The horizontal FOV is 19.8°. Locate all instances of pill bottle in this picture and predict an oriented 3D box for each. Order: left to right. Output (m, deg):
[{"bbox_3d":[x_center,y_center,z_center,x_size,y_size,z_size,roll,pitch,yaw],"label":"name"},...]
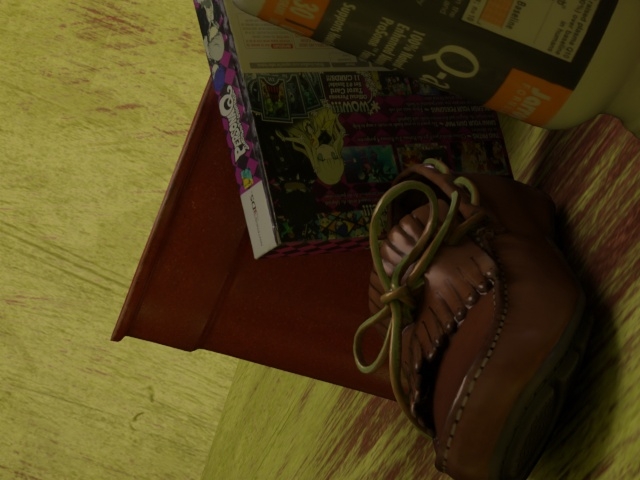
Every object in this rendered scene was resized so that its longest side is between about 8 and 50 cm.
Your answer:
[{"bbox_3d":[0.101,-0.156,1.017,0.162,0.278,0.162,-159,90,-85],"label":"pill bottle"}]

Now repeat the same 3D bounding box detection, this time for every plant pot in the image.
[{"bbox_3d":[0.000,0.000,1.496,0.272,0.265,0.272,-160,90,-85],"label":"plant pot"}]

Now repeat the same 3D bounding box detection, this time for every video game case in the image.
[{"bbox_3d":[0.031,-0.097,1.364,0.042,0.232,0.210,-31,69,51],"label":"video game case"}]

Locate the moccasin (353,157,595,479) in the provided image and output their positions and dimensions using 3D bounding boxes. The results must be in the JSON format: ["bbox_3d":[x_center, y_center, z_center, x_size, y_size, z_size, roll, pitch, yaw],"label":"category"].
[{"bbox_3d":[0.085,0.035,1.151,0.380,0.147,0.139,-81,13,-64],"label":"moccasin"}]
